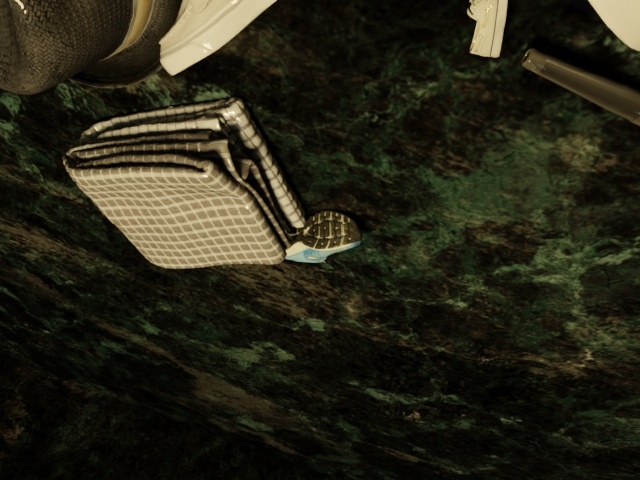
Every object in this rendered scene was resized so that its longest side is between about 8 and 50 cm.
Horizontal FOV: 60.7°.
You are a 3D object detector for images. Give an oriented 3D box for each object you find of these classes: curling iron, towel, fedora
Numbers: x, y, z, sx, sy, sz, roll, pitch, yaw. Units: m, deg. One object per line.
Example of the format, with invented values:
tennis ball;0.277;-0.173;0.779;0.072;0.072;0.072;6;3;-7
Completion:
curling iron;0.322;-0.131;0.515;0.274;0.035;0.068;19;140;1
towel;-0.190;-0.062;0.783;0.284;0.121;0.235;0;140;26
fedora;-0.300;-0.263;0.547;0.335;0.152;0.334;13;144;10

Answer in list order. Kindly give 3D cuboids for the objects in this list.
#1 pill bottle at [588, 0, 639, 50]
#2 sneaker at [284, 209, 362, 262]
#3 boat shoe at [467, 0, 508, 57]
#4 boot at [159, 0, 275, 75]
pill bottle;0.299;-0.253;0.202;0.229;0.228;0.408;40;140;-25
sneaker;0.000;0.000;0.838;0.162;0.063;0.073;-8;153;39
boat shoe;0.151;-0.211;0.495;0.035;0.035;0.100;7;149;14
boot;-0.094;-0.266;0.509;0.258;0.095;0.123;-24;120;34
